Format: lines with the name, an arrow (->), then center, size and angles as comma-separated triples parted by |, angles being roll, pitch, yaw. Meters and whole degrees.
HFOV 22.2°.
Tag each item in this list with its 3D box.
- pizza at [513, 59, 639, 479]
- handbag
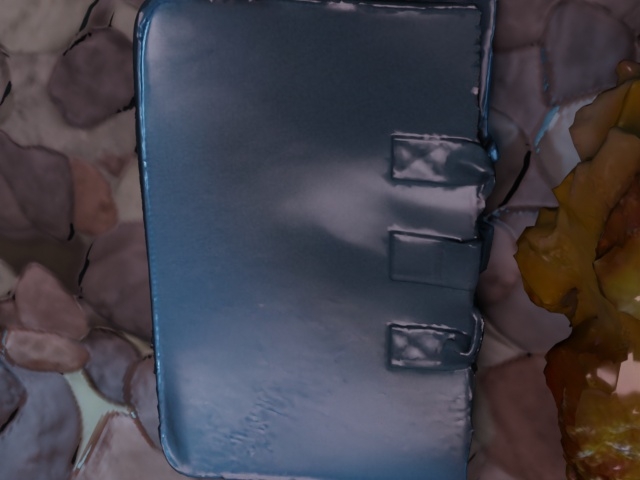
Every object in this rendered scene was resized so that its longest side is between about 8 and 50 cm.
pizza -> 0.189, 0.055, 0.528 | 0.278, 0.114, 0.408 | 51, 142, -12
handbag -> 0.000, 0.000, 0.670 | 0.144, 0.057, 0.221 | 8, 115, 14
